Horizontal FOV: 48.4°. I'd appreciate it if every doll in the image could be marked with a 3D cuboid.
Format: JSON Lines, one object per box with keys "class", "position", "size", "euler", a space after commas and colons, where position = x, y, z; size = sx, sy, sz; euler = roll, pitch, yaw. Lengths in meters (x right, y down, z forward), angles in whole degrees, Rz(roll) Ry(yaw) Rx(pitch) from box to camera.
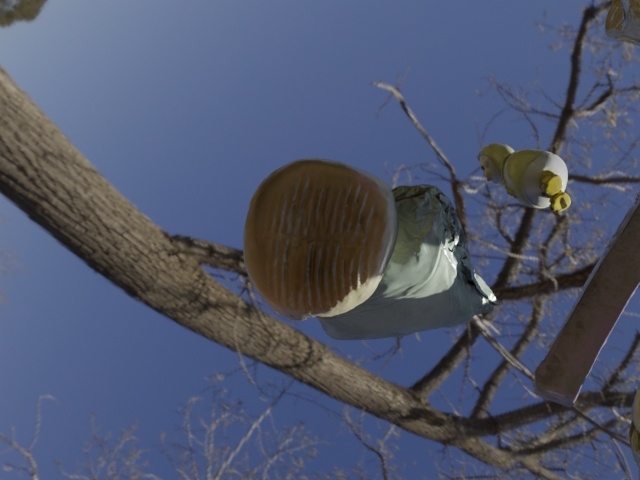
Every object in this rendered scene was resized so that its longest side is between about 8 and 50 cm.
{"class": "doll", "position": [0.433, -0.145, 1.567], "size": [0.117, 0.141, 0.296], "euler": [-47, -151, -9]}

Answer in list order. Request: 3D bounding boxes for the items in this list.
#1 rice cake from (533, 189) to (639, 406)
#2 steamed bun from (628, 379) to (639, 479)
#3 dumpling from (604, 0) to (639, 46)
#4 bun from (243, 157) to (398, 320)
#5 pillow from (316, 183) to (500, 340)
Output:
{"class": "rice cake", "position": [0.409, 0.074, 1.015], "size": [0.072, 0.056, 0.365], "euler": [28, -76, 15]}
{"class": "steamed bun", "position": [0.683, 0.322, 1.217], "size": [0.280, 0.207, 0.268], "euler": [3, -101, 31]}
{"class": "dumpling", "position": [0.452, -0.301, 0.822], "size": [0.252, 0.131, 0.179], "euler": [35, -74, 55]}
{"class": "bun", "position": [0.000, 0.000, 0.856], "size": [0.128, 0.178, 0.193], "euler": [9, 90, -87]}
{"class": "pillow", "position": [0.091, 0.040, 1.023], "size": [0.283, 0.310, 0.138], "euler": [-9, -128, 20]}
